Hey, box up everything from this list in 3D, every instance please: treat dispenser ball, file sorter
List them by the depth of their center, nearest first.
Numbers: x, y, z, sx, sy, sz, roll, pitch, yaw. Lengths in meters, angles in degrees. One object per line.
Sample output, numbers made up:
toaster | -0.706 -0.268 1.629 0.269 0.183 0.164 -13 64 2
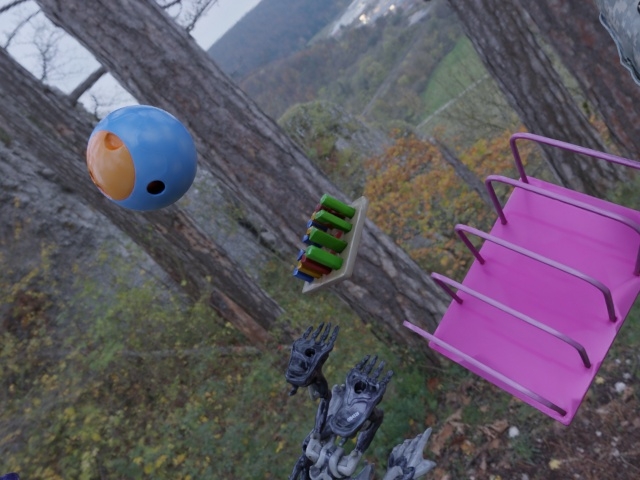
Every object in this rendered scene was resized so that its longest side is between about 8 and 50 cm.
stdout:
file sorter | 0.267 0.041 0.638 0.202 0.182 0.290 27 85 35
treat dispenser ball | -0.486 -0.224 1.414 0.288 0.288 0.288 -41 22 20

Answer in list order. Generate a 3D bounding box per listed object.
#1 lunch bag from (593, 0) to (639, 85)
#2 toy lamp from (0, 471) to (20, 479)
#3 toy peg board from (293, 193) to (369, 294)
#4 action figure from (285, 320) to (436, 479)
lunch bag | 0.373 -0.228 0.399 0.287 0.169 0.235 -37 45 38
toy lamp | -0.458 0.508 0.855 0.080 0.275 0.080 -44 -20 -21
toy peg board | 0.000 0.000 0.950 0.161 0.079 0.161 -30 39 56
action figure | 0.040 0.228 0.565 0.164 0.275 0.141 20 40 36
